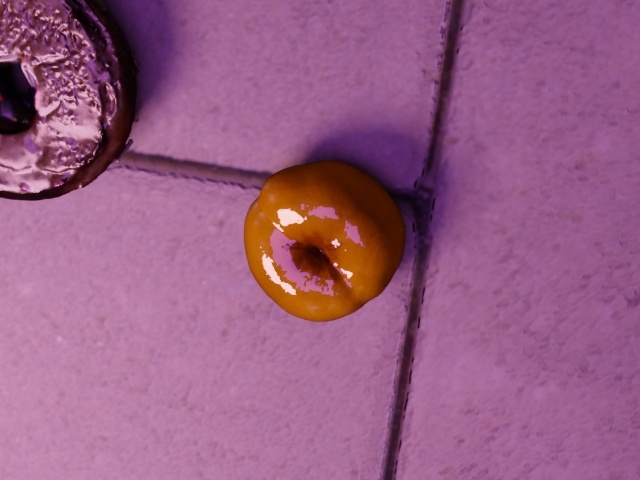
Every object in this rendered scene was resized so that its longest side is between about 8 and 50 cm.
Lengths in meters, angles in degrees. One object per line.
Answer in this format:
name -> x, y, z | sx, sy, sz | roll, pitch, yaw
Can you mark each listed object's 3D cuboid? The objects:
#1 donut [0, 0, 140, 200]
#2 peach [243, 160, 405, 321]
donut -> -0.317, -0.168, 1.317 | 0.269, 0.103, 0.270 | 4, 110, 11
peach -> 0.000, 0.000, 1.324 | 0.179, 0.103, 0.179 | 2, 112, 6
